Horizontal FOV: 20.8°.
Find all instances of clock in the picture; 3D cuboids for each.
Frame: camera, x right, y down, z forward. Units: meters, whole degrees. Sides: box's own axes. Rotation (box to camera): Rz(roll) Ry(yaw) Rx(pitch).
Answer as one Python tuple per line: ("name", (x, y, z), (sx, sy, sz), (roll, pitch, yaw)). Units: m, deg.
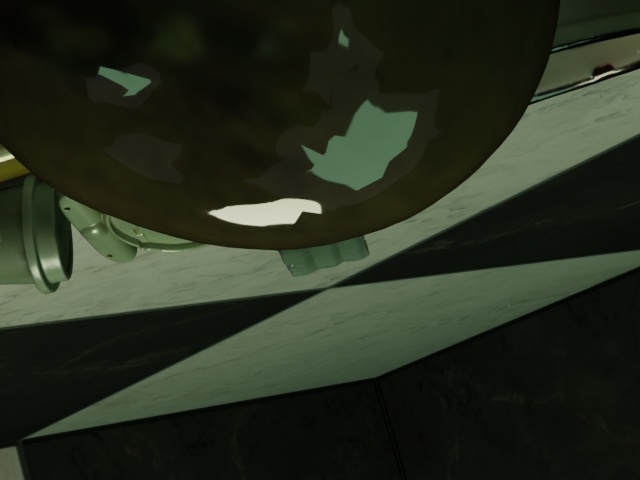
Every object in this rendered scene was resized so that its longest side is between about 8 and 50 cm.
("clock", (-0.146, -0.043, 1.689), (0.191, 0.062, 0.151), (-9, 150, 15))

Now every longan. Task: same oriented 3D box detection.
("longan", (-0.035, -0.142, 0.916), (0.319, 0.319, 0.319), (-15, 169, -3))

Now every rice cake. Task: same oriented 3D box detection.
("rice cake", (0.000, 0.000, 2.291), (0.127, 0.043, 0.237), (-16, 168, -2))

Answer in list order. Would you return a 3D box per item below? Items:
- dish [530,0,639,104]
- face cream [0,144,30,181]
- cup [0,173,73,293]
("dish", (0.156, -0.181, 1.402), (0.303, 0.120, 0.303), (-14, 176, -1))
("face cream", (-0.369, -0.050, 1.446), (0.285, 0.067, 0.139), (-17, -172, 5))
("cup", (-0.316, -0.001, 1.690), (0.141, 0.120, 0.120), (-8, 169, 2))
